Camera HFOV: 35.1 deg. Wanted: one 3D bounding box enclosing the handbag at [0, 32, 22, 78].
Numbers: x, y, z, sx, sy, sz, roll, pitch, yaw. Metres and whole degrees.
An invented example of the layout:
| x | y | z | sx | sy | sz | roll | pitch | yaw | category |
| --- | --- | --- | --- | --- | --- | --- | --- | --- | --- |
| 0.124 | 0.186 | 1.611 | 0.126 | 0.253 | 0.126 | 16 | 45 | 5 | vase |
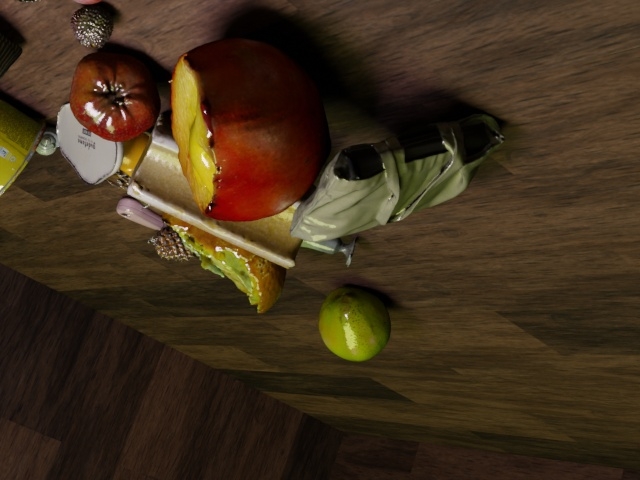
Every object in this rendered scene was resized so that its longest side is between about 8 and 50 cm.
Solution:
| x | y | z | sx | sy | sz | roll | pitch | yaw | category |
| --- | --- | --- | --- | --- | --- | --- | --- | --- | --- |
| -0.726 | -0.291 | 1.777 | 0.341 | 0.247 | 0.240 | -30 | 118 | 32 | handbag |

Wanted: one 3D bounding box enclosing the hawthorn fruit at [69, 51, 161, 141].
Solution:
| x | y | z | sx | sy | sz | roll | pitch | yaw | category |
| --- | --- | --- | --- | --- | --- | --- | --- | --- | --- |
| -0.361 | -0.250 | 1.771 | 0.163 | 0.162 | 0.203 | 25 | 177 | -15 | hawthorn fruit |

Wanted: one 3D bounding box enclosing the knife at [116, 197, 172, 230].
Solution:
| x | y | z | sx | sy | sz | roll | pitch | yaw | category |
| --- | --- | --- | --- | --- | --- | --- | --- | --- | --- |
| -0.375 | -0.018 | 2.552 | 0.336 | 0.043 | 0.081 | 32 | 157 | -36 | knife |

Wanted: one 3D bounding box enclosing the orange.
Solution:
| x | y | z | sx | sy | sz | roll | pitch | yaw | category |
| --- | --- | --- | --- | --- | --- | --- | --- | --- | --- |
| -0.196 | -0.001 | 2.142 | 0.335 | 0.196 | 0.262 | 30 | 153 | 28 | orange |

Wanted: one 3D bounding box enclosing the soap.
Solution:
| x | y | z | sx | sy | sz | roll | pitch | yaw | category |
| --- | --- | --- | --- | --- | --- | --- | --- | --- | --- |
| -0.171 | -0.096 | 1.840 | 0.335 | 0.156 | 0.293 | 26 | -170 | -14 | soap |

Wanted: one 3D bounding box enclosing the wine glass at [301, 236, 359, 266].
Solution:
| x | y | z | sx | sy | sz | roll | pitch | yaw | category |
| --- | --- | --- | --- | --- | --- | --- | --- | --- | --- |
| 0.000 | 0.000 | 2.176 | 0.155 | 0.072 | 0.072 | 20 | 161 | -1 | wine glass |

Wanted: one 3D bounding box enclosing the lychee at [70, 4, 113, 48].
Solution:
| x | y | z | sx | sy | sz | roll | pitch | yaw | category |
| --- | --- | --- | --- | --- | --- | --- | --- | --- | --- |
| -0.365 | -0.340 | 1.610 | 0.067 | 0.068 | 0.083 | 36 | 131 | -29 | lychee |

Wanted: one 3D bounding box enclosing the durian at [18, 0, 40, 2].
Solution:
| x | y | z | sx | sy | sz | roll | pitch | yaw | category |
| --- | --- | --- | --- | --- | --- | --- | --- | --- | --- |
| -0.435 | -0.399 | 1.517 | 0.080 | 0.091 | 0.080 | -2 | 127 | -3 | durian |

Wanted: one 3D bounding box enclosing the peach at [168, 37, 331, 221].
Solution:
| x | y | z | sx | sy | sz | roll | pitch | yaw | category |
| --- | --- | --- | --- | --- | --- | --- | --- | --- | --- |
| -0.131 | -0.165 | 1.520 | 0.281 | 0.281 | 0.338 | 12 | 179 | 23 | peach |

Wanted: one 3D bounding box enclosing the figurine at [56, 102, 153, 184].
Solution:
| x | y | z | sx | sy | sz | roll | pitch | yaw | category |
| --- | --- | --- | --- | --- | --- | --- | --- | --- | --- |
| -0.411 | -0.205 | 2.019 | 0.141 | 0.166 | 0.250 | -10 | -148 | -39 | figurine |

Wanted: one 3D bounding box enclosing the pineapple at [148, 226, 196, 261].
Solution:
| x | y | z | sx | sy | sz | roll | pitch | yaw | category |
| --- | --- | --- | --- | --- | --- | --- | --- | --- | --- |
| -0.312 | 0.017 | 2.479 | 0.221 | 0.083 | 0.103 | 11 | 169 | -10 | pineapple |

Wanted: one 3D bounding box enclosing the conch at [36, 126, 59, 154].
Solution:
| x | y | z | sx | sy | sz | roll | pitch | yaw | category |
| --- | --- | --- | --- | --- | --- | --- | --- | --- | --- |
| -0.584 | -0.218 | 2.181 | 0.085 | 0.076 | 0.056 | -143 | 34 | -66 | conch |

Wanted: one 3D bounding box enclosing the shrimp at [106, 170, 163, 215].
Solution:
| x | y | z | sx | sy | sz | roll | pitch | yaw | category |
| --- | --- | --- | --- | --- | --- | --- | --- | --- | --- |
| -0.367 | -0.106 | 2.276 | 0.249 | 0.068 | 0.150 | 20 | 149 | -15 | shrimp |

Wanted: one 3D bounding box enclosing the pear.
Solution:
| x | y | z | sx | sy | sz | roll | pitch | yaw | category |
| --- | --- | --- | --- | --- | --- | --- | --- | --- | --- |
| 0.081 | 0.199 | 2.501 | 0.187 | 0.187 | 0.219 | 9 | 150 | 29 | pear |

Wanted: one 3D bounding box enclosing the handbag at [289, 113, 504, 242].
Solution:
| x | y | z | sx | sy | sz | roll | pitch | yaw | category |
| --- | --- | --- | --- | --- | --- | --- | --- | --- | --- |
| 0.122 | -0.094 | 1.567 | 0.316 | 0.109 | 0.253 | -16 | 165 | -21 | handbag |

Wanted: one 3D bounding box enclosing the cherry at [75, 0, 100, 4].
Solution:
| x | y | z | sx | sy | sz | roll | pitch | yaw | category |
| --- | --- | --- | --- | --- | --- | --- | --- | --- | --- |
| -0.332 | -0.386 | 1.422 | 0.106 | 0.087 | 0.126 | 25 | 164 | -28 | cherry |

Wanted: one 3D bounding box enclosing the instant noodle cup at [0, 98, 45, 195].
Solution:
| x | y | z | sx | sy | sz | roll | pitch | yaw | category |
| --- | --- | --- | --- | --- | --- | --- | --- | --- | --- |
| -0.732 | -0.205 | 2.094 | 0.200 | 0.264 | 0.264 | 40 | 154 | -28 | instant noodle cup |
